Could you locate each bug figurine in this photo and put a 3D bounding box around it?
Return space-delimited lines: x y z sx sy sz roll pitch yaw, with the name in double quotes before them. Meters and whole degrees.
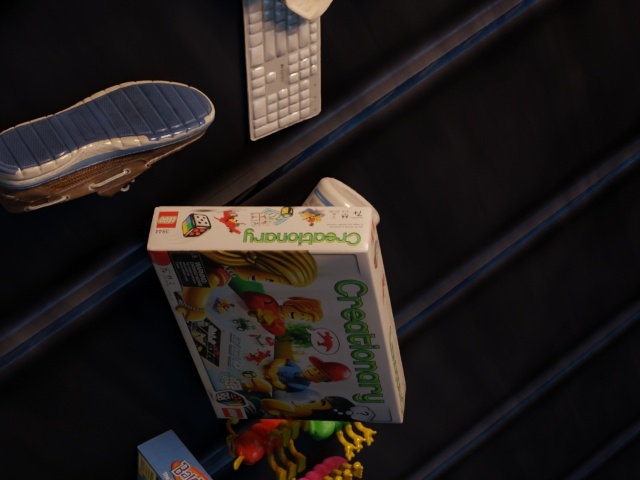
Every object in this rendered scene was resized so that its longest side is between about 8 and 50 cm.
"bug figurine" -0.031 0.268 1.627 0.216 0.072 0.279 -27 139 -37

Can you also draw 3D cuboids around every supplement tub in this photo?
"supplement tub" 0.000 0.000 1.363 0.107 0.071 0.071 -53 147 14

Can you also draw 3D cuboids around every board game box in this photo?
"board game box" -0.031 0.076 1.326 0.192 0.053 0.305 0 145 10
"board game box" -0.134 0.323 1.492 0.047 0.160 0.210 -24 143 -30

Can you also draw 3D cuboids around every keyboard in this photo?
"keyboard" -0.032 -0.186 1.171 0.072 0.014 0.256 -29 144 -23

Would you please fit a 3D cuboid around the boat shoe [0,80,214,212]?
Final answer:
"boat shoe" -0.170 -0.071 1.108 0.183 0.066 0.066 -17 144 -22

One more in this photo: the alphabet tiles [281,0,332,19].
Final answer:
"alphabet tiles" 0.029 -0.306 1.079 0.278 0.021 0.284 -56 146 8
